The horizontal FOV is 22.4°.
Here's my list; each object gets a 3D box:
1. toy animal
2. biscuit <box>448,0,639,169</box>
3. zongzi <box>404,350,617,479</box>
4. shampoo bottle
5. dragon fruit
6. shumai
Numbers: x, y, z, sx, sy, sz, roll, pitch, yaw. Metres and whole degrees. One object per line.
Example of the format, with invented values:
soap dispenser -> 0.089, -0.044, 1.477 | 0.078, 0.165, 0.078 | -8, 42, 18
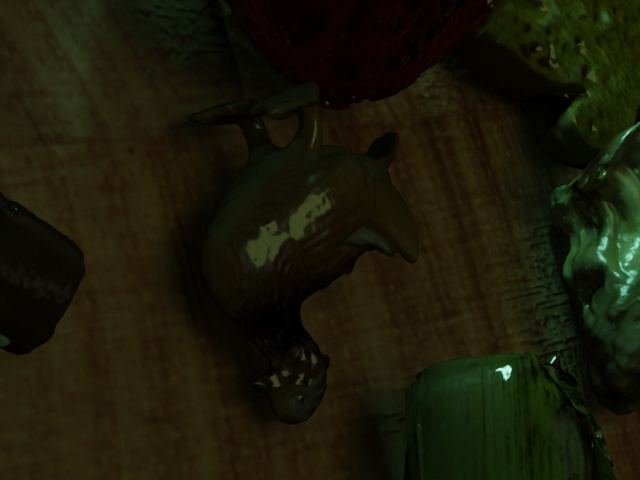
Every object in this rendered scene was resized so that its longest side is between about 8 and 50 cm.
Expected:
toy animal -> 0.000, 0.000, 0.911 | 0.188, 0.089, 0.179 | -25, 104, -49
biscuit -> 0.179, -0.202, 1.204 | 0.367, 0.063, 0.314 | 10, 71, -45
zongzi -> 0.150, 0.230, 0.964 | 0.300, 0.145, 0.273 | 41, 40, -52
shampoo bottle -> -0.210, -0.030, 0.699 | 0.236, 0.068, 0.067 | 37, 50, -36
dragon fruit -> 0.014, -0.203, 0.971 | 0.317, 0.152, 0.205 | -32, 139, -32
shumai -> 0.226, 0.009, 1.127 | 0.153, 0.161, 0.209 | 43, 64, 2
